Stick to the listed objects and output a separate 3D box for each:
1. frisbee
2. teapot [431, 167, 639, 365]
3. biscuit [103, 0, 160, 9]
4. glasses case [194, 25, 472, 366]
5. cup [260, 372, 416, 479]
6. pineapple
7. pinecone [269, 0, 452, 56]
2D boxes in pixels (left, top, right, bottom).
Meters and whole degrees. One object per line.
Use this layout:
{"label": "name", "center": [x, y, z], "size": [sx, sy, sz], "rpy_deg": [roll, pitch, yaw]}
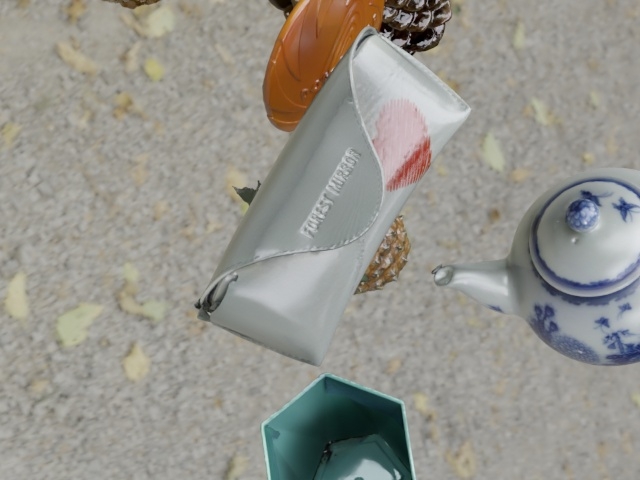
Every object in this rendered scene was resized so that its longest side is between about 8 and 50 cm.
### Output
{"label": "frisbee", "center": [0.013, -0.192, 1.363], "size": [0.035, 0.192, 0.192], "rpy_deg": [32, 44, 22]}
{"label": "teapot", "center": [0.353, 0.019, 1.652], "size": [0.280, 0.424, 0.252], "rpy_deg": [47, 33, -56]}
{"label": "biscuit", "center": [-0.221, -0.466, 1.918], "size": [0.289, 0.334, 0.081], "rpy_deg": [-27, 64, -23]}
{"label": "glasses case", "center": [0.013, -0.034, 1.188], "size": [0.128, 0.083, 0.308], "rpy_deg": [31, 92, 3]}
{"label": "cup", "center": [0.023, 0.221, 1.278], "size": [0.148, 0.236, 0.134], "rpy_deg": [23, 76, 11]}
{"label": "pineapple", "center": [-0.001, 0.003, 1.888], "size": [0.364, 0.165, 0.165], "rpy_deg": [5, 69, -64]}
{"label": "pinecone", "center": [0.048, -0.317, 1.571], "size": [0.246, 0.292, 0.246], "rpy_deg": [0, 89, -3]}
